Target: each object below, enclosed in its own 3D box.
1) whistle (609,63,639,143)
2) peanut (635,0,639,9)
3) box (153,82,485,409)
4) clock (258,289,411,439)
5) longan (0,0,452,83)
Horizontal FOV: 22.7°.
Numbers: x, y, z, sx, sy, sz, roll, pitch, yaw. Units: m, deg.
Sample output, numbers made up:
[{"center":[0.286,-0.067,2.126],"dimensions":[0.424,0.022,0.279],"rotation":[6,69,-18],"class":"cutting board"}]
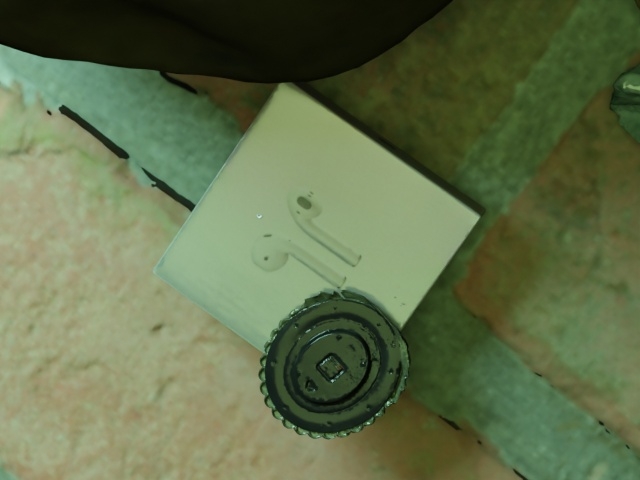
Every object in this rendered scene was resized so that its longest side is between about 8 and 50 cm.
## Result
[{"center":[0.304,-0.051,0.817],"dimensions":[0.312,0.062,0.062],"rotation":[10,97,8],"class":"whistle"},{"center":[0.220,-0.134,0.829],"dimensions":[0.113,0.054,0.054],"rotation":[-6,94,9],"class":"peanut"},{"center":[0.000,0.000,0.874],"dimensions":[0.129,0.051,0.130],"rotation":[35,99,4],"class":"box"},{"center":[0.006,0.068,0.849],"dimensions":[0.083,0.010,0.074],"rotation":[-42,89,11],"class":"clock"},{"center":[-0.062,-0.215,0.752],"dimensions":[0.350,0.288,0.288],"rotation":[-2,95,8],"class":"longan"}]
